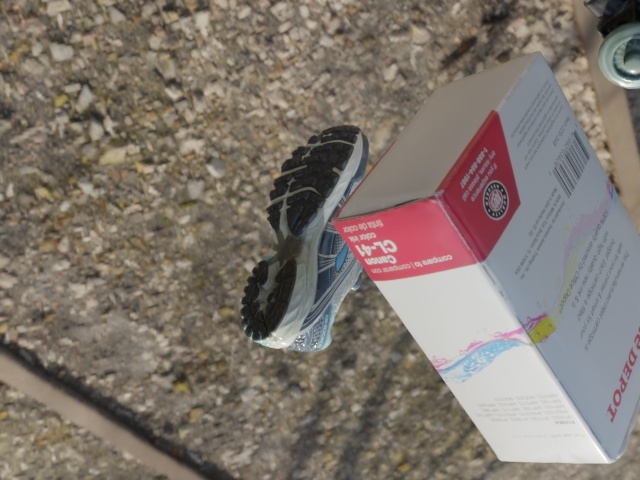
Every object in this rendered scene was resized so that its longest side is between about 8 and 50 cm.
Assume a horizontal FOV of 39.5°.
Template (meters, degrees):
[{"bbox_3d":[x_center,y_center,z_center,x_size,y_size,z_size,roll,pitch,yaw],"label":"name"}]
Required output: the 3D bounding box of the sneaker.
[{"bbox_3d":[0.000,0.000,1.068,0.122,0.110,0.282,29,78,-41],"label":"sneaker"}]

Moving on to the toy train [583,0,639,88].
[{"bbox_3d":[0.448,-0.198,0.966,0.334,0.142,0.190,40,129,-11],"label":"toy train"}]

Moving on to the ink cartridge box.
[{"bbox_3d":[0.181,0.021,0.816,0.131,0.226,0.306,-12,120,45],"label":"ink cartridge box"}]
